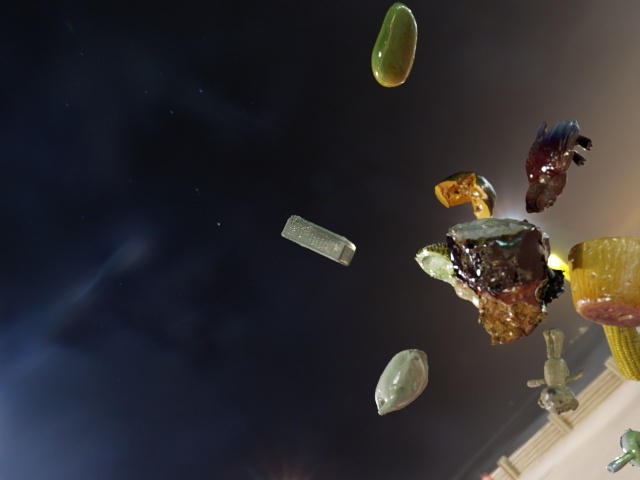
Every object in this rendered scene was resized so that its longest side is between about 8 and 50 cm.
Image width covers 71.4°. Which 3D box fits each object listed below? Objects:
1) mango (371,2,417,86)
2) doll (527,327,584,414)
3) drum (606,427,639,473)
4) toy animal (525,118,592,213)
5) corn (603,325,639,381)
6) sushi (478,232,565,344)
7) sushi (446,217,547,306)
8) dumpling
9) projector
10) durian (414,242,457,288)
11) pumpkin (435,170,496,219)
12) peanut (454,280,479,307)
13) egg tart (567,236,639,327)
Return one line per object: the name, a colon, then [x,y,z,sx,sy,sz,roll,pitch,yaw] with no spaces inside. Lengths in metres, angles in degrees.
mango: [0.244,-0.636,1.464,0.156,0.114,0.251,-4,-68,-29]
doll: [0.828,0.453,1.554,0.091,0.202,0.286,37,-103,-31]
drum: [1.047,0.741,1.496,0.253,0.130,0.049,-24,-13,-37]
toy animal: [0.458,-0.145,0.919,0.179,0.116,0.218,-49,-22,-10]
corn: [0.807,0.257,1.189,0.080,0.231,0.080,-13,-13,-3]
sushi: [0.595,0.127,1.325,0.207,0.234,0.349,-36,-54,-55]
sushi: [0.391,0.039,1.035,0.343,0.196,0.182,-22,-68,-79]
dumpling: [0.249,0.420,1.294,0.217,0.149,0.105,-59,4,0]
projector: [0.000,0.000,1.736,0.099,0.256,0.192,-65,-18,-3]
durian: [0.620,0.132,2.161,0.163,0.394,0.198,-1,-61,-49]
pumpkin: [0.444,-0.142,1.314,0.107,0.183,0.119,-43,-36,-18]
peanut: [0.572,0.200,1.650,0.082,0.187,0.082,-21,-55,-33]
egg tart: [0.641,0.098,0.960,0.202,0.202,0.147,64,-141,-59]
